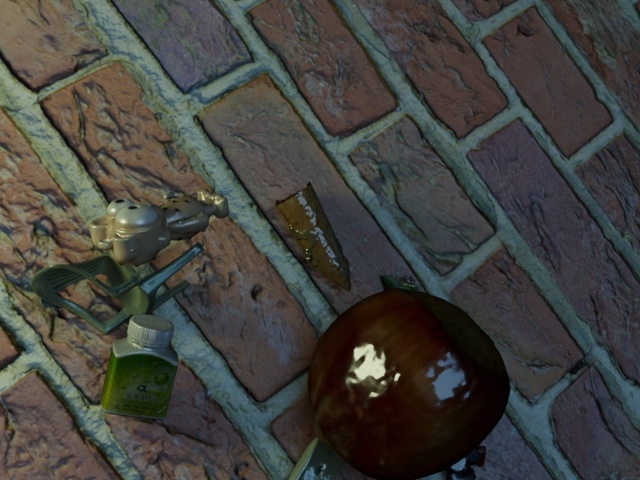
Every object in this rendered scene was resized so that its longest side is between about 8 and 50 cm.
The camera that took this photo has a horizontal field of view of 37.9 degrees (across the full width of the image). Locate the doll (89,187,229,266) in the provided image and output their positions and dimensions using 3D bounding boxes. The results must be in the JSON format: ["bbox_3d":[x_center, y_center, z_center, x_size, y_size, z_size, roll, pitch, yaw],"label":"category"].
[{"bbox_3d":[-0.306,-0.037,1.784,0.278,0.154,0.119,-30,125,-47],"label":"doll"}]

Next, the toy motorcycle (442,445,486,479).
[{"bbox_3d":[0.293,0.452,2.086,0.122,0.082,0.213,-37,92,-25],"label":"toy motorcycle"}]

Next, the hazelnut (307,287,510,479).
[{"bbox_3d":[0.168,0.292,1.919,0.421,0.353,0.421,-4,50,5],"label":"hazelnut"}]

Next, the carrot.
[{"bbox_3d":[0.000,0.000,2.095,0.102,0.102,0.263,-31,89,-25],"label":"carrot"}]

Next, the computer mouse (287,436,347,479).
[{"bbox_3d":[-0.012,0.491,1.972,0.089,0.056,0.182,37,68,-4],"label":"computer mouse"}]

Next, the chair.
[{"bbox_3d":[-0.406,0.069,1.867,0.190,0.203,0.274,44,56,7],"label":"chair"}]

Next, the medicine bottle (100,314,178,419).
[{"bbox_3d":[-0.353,0.249,1.848,0.132,0.088,0.188,11,102,-18],"label":"medicine bottle"}]

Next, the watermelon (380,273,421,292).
[{"bbox_3d":[0.216,0.141,2.152,0.080,0.101,0.155,-15,90,-35],"label":"watermelon"}]
